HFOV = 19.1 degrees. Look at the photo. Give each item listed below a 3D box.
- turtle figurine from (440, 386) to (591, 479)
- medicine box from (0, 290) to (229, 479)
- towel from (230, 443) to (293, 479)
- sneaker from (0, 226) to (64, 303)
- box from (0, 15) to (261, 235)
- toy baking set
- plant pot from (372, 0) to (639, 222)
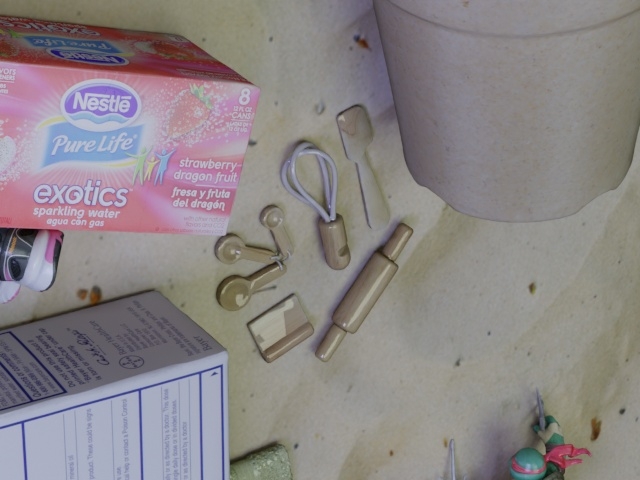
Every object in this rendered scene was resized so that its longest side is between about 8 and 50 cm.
[{"bbox_3d":[0.221,0.288,2.101,0.175,0.118,0.234,-25,130,-22],"label":"turtle figurine"},{"bbox_3d":[-0.238,0.218,1.731,0.289,0.149,0.263,-14,119,-28],"label":"medicine box"},{"bbox_3d":[-0.073,0.285,1.954,0.110,0.027,0.148,-18,121,-27],"label":"towel"},{"bbox_3d":[-0.278,0.005,1.597,0.077,0.178,0.072,20,72,-24],"label":"sneaker"},{"bbox_3d":[-0.222,-0.098,1.584,0.300,0.154,0.142,3,111,-34],"label":"box"},{"bbox_3d":[0.004,0.004,1.863,0.197,0.030,0.256,37,89,-40],"label":"toy baking set"},{"bbox_3d":[0.182,-0.196,1.725,0.334,0.334,0.305,-25,135,-22],"label":"plant pot"}]
